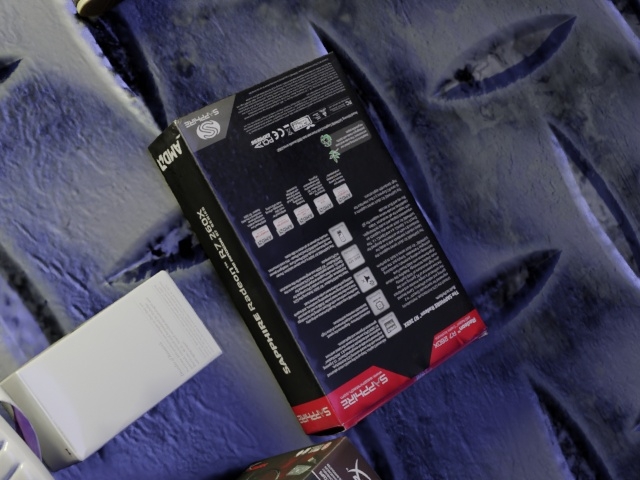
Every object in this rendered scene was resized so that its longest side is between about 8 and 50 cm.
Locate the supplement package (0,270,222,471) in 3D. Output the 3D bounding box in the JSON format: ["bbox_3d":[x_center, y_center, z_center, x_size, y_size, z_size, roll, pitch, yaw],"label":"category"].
[{"bbox_3d":[-0.206,0.127,1.130,0.179,0.105,0.105,-37,94,-32],"label":"supplement package"}]

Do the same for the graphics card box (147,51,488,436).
[{"bbox_3d":[0.000,0.000,1.287,0.232,0.094,0.371,-30,91,-31],"label":"graphics card box"}]

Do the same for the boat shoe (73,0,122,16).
[{"bbox_3d":[-0.223,-0.297,1.284,0.049,0.056,0.152,48,49,-2],"label":"boat shoe"}]

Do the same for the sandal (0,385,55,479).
[{"bbox_3d":[-0.319,0.195,1.045,0.416,0.169,0.102,59,18,-3],"label":"sandal"}]

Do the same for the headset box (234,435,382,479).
[{"bbox_3d":[-0.085,0.326,1.068,0.293,0.218,0.110,-41,95,-31],"label":"headset box"}]
